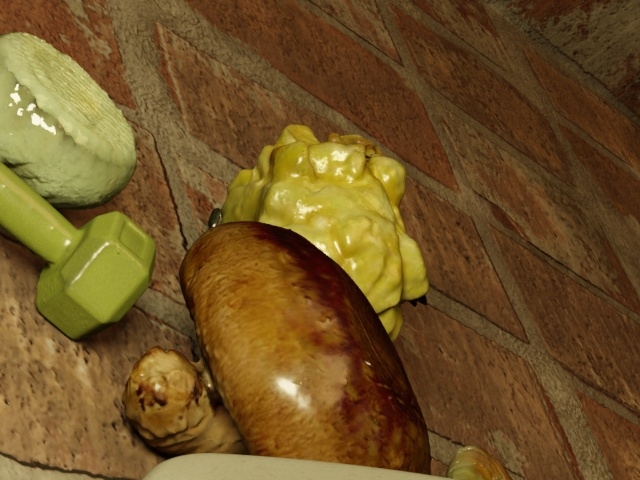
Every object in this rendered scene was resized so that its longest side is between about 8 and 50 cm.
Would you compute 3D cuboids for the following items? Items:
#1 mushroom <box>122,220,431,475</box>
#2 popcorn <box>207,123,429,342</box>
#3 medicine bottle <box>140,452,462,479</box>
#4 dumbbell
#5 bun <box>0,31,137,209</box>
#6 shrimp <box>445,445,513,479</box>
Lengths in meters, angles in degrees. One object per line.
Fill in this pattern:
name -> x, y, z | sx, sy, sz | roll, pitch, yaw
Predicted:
mushroom -> -0.015, 0.145, 1.715 | 0.345, 0.239, 0.345 | -12, 90, -67
popcorn -> 0.000, 0.000, 1.985 | 0.286, 0.215, 0.252 | -138, -142, -63
medicine bottle -> 0.017, 0.266, 1.409 | 0.375, 0.123, 0.282 | 7, 20, 10
dumbbell -> -0.284, -0.039, 1.637 | 0.302, 0.108, 0.121 | 42, 22, -17
bun -> -0.275, -0.107, 1.763 | 0.195, 0.118, 0.195 | 45, 16, -17
shrimp -> 0.183, 0.321, 2.012 | 0.145, 0.061, 0.267 | 55, 17, -8
